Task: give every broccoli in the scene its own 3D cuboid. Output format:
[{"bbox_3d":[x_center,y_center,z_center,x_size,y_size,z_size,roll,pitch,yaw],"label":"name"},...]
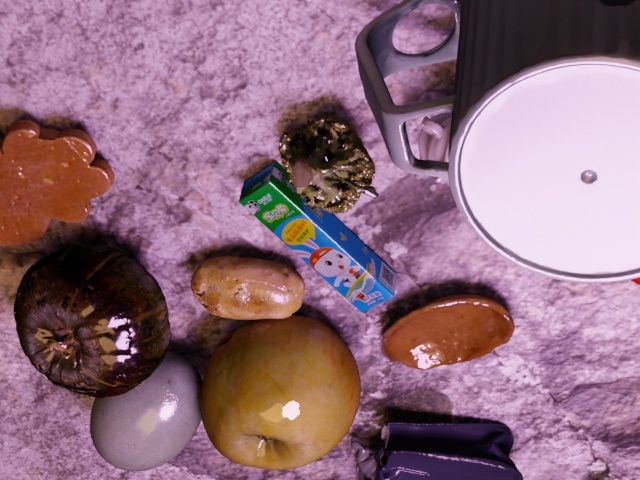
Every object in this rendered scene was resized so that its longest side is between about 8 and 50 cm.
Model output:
[{"bbox_3d":[0.006,-0.097,1.393,0.130,0.120,0.131,-8,98,34],"label":"broccoli"}]

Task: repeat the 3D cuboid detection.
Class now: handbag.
[{"bbox_3d":[0.172,0.427,1.830,0.269,0.118,0.325,7,131,-8],"label":"handbag"}]

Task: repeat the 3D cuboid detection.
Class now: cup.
[{"bbox_3d":[0.252,-0.162,1.136,0.401,0.392,0.310,-28,117,34],"label":"cup"}]

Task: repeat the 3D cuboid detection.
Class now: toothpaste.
[{"bbox_3d":[0.000,0.000,1.522,0.065,0.050,0.267,-30,121,32],"label":"toothpaste"}]

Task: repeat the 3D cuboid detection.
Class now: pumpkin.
[{"bbox_3d":[-0.338,0.118,1.574,0.238,0.159,0.237,6,114,14],"label":"pumpkin"}]

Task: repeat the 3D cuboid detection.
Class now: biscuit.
[{"bbox_3d":[-0.429,-0.085,1.509,0.289,0.044,0.202,-18,127,20],"label":"biscuit"}]

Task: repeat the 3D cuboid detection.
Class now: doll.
[{"bbox_3d":[0.268,-0.049,1.371,0.384,0.099,0.188,30,173,-28],"label":"doll"}]

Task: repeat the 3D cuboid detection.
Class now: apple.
[{"bbox_3d":[-0.062,0.235,1.641,0.261,0.194,0.260,5,138,4],"label":"apple"}]

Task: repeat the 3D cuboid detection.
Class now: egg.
[{"bbox_3d":[-0.276,0.271,1.715,0.169,0.169,0.236,26,122,-15],"label":"egg"}]

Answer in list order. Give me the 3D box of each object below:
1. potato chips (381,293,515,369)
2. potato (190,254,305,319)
[{"bbox_3d":[0.186,0.133,1.615,0.202,0.049,0.150,-35,123,29],"label":"potato chips"},{"bbox_3d":[-0.107,0.071,1.581,0.171,0.080,0.107,5,143,2],"label":"potato"}]
